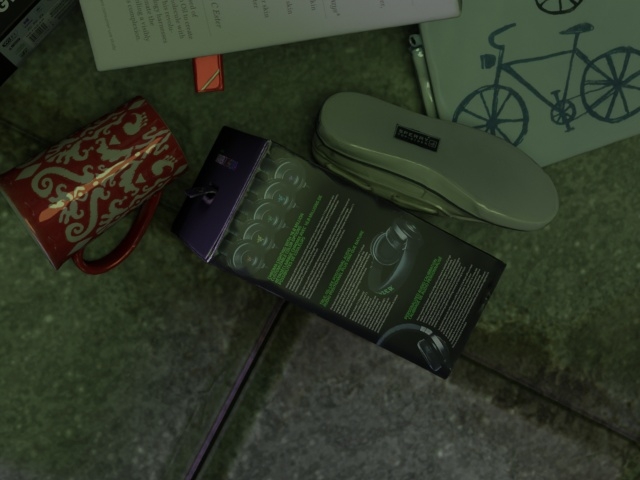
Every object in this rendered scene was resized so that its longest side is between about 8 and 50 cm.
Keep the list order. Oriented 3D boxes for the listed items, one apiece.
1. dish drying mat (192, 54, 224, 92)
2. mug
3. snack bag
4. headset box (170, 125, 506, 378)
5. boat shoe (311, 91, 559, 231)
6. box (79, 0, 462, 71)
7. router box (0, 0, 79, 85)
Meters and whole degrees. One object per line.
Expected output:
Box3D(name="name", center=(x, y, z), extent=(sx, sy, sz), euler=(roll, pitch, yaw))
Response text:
Box3D(name="dish drying mat", center=(-0.118, -0.197, 1.466), extent=(0.032, 0.008, 0.083), euler=(-5, 100, -12))
Box3D(name="mug", center=(-0.226, -0.056, 1.428), extent=(0.169, 0.150, 0.113), euler=(-36, 68, -11))
Box3D(name="snack bag", center=(0.244, -0.245, 1.507), extent=(0.323, 0.037, 0.342), euler=(-19, 113, -9))
Box3D(name="headset box", center=(0.000, 0.000, 1.401), extent=(0.283, 0.246, 0.131), euler=(27, 91, -17))
Box3D(name="boat shoe", center=(0.116, -0.067, 1.479), extent=(0.268, 0.088, 0.096), euler=(18, 57, -2))
Box3D(name="box", center=(-0.053, -0.306, 1.306), extent=(0.345, 0.168, 0.215), euler=(-7, 116, 8))
Box3D(name="router box", center=(-0.414, -0.205, 1.307), extent=(0.243, 0.081, 0.309), euler=(42, 87, 11))
